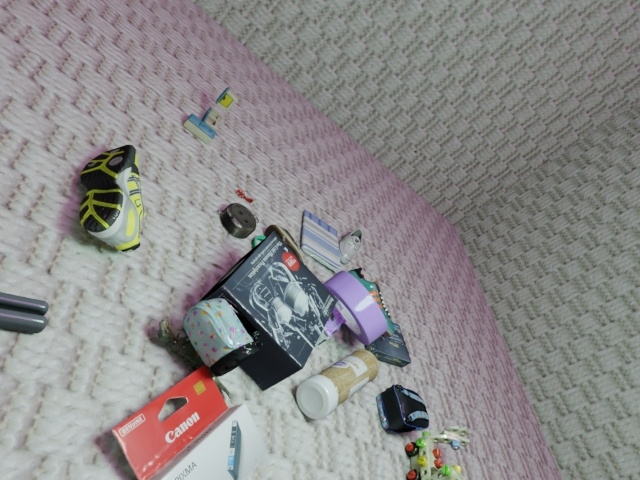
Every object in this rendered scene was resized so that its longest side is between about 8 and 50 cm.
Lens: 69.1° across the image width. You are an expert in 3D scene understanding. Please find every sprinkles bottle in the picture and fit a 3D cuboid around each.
[{"bbox_3d":[0.066,0.451,1.495,0.355,0.121,0.121,-6,62,-59],"label":"sprinkles bottle"}]

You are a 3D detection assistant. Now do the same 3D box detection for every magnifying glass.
[{"bbox_3d":[-0.215,0.061,1.646,0.092,0.026,0.230,41,31,-19],"label":"magnifying glass"}]

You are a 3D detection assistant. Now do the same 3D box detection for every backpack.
[{"bbox_3d":[0.303,0.610,1.663,0.173,0.117,0.158,27,36,-38],"label":"backpack"},{"bbox_3d":[-0.250,0.228,1.144,0.181,0.152,0.115,57,22,12],"label":"backpack"}]

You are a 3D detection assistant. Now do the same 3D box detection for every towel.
[{"bbox_3d":[0.000,0.000,2.037,0.209,0.034,0.284,34,30,-23],"label":"towel"}]

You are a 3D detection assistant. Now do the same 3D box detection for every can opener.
[{"bbox_3d":[-0.651,0.111,0.862,0.280,0.093,0.074,30,33,-44],"label":"can opener"}]

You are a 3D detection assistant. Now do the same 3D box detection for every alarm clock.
[{"bbox_3d":[-0.280,-0.076,1.679,0.129,0.064,0.192,57,25,10],"label":"alarm clock"}]

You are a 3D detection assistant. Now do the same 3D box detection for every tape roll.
[{"bbox_3d":[0.122,0.245,1.692,0.274,0.090,0.274,50,-16,20],"label":"tape roll"}]

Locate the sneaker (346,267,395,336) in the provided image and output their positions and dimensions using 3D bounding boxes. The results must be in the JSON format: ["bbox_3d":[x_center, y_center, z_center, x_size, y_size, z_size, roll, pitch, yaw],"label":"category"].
[{"bbox_3d":[0.207,0.234,1.827,0.121,0.108,0.302,-36,79,-19],"label":"sneaker"}]

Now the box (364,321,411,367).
[{"bbox_3d":[0.263,0.409,1.911,0.233,0.059,0.183,27,37,-37],"label":"box"}]

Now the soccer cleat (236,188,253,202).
[{"bbox_3d":[-0.295,-0.177,1.814,0.083,0.029,0.035,35,22,-34],"label":"soccer cleat"}]

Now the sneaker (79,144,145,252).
[{"bbox_3d":[-0.557,-0.120,1.271,0.147,0.145,0.384,69,6,-46],"label":"sneaker"}]

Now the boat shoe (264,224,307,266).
[{"bbox_3d":[-0.108,0.047,1.755,0.095,0.095,0.257,7,50,-61],"label":"boat shoe"}]

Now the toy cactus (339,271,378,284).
[{"bbox_3d":[0.146,0.198,1.966,0.181,0.112,0.219,38,37,-5],"label":"toy cactus"}]

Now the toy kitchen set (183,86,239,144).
[{"bbox_3d":[-0.434,-0.522,1.868,0.122,0.166,0.207,37,30,-26],"label":"toy kitchen set"}]

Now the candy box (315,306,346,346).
[{"bbox_3d":[-0.017,0.254,1.661,0.196,0.070,0.165,54,27,5],"label":"candy box"}]

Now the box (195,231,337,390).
[{"bbox_3d":[-0.153,0.197,1.385,0.312,0.179,0.343,48,32,-9],"label":"box"}]

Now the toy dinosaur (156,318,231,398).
[{"bbox_3d":[-0.311,0.283,1.200,0.268,0.064,0.118,48,30,-16],"label":"toy dinosaur"}]

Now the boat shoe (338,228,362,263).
[{"bbox_3d":[0.146,0.019,2.175,0.096,0.088,0.267,49,27,-4],"label":"boat shoe"}]

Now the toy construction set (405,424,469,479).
[{"bbox_3d":[0.400,0.739,1.547,0.151,0.215,0.327,49,27,-6],"label":"toy construction set"}]

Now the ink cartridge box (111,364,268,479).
[{"bbox_3d":[-0.266,0.442,1.017,0.261,0.066,0.296,64,27,0],"label":"ink cartridge box"}]
